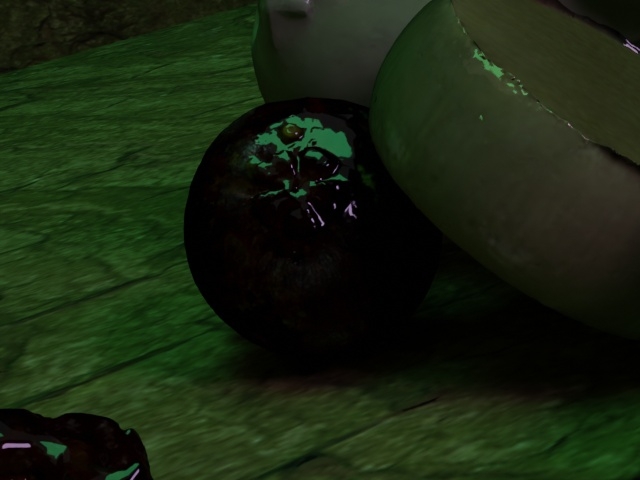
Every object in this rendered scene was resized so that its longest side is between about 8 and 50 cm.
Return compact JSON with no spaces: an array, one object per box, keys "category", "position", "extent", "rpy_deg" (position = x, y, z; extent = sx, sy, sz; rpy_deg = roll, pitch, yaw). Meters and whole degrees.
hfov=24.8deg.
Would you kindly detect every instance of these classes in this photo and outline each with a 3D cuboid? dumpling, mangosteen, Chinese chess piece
[{"category":"dumpling","position":[0.115,-0.130,1.066],"extent":[0.316,0.395,0.233],"rpy_deg":[5,65,16]},{"category":"mangosteen","position":[-0.005,0.000,0.915],"extent":[0.173,0.172,0.184],"rpy_deg":[-17,-24,-19]},{"category":"Chinese chess piece","position":[0.149,-0.051,0.842],"extent":[0.250,0.103,0.249],"rpy_deg":[26,25,-13]}]

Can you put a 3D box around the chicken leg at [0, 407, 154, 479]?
[{"category":"chicken leg","position":[-0.237,0.176,0.576],"extent":[0.407,0.095,0.158],"rpy_deg":[-26,41,-36]}]
